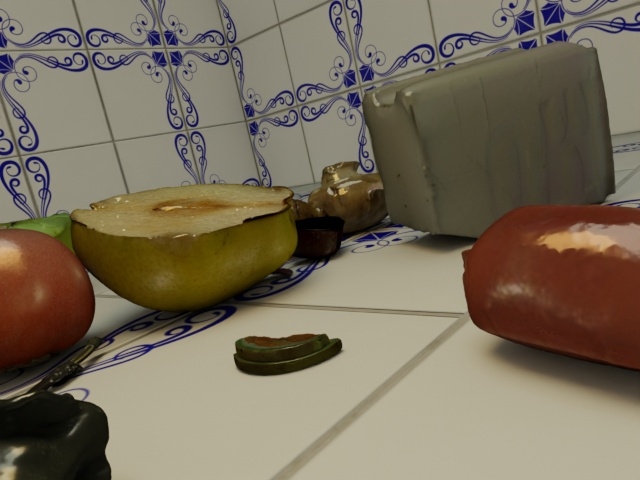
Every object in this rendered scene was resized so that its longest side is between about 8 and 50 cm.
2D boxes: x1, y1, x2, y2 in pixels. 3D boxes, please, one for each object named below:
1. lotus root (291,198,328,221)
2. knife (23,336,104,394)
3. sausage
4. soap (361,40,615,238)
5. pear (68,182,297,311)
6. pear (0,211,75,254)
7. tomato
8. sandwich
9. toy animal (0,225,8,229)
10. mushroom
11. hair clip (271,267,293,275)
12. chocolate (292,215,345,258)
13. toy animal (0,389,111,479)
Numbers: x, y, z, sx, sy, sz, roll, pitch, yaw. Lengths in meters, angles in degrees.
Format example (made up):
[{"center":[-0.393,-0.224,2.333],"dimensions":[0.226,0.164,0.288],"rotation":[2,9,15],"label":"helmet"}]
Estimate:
[{"center":[-0.099,-0.026,1.237],"dimensions":[0.260,0.128,0.145],"rotation":[-14,-30,-10],"label":"lotus root"},{"center":[-0.354,0.186,0.711],"dimensions":[0.046,0.021,0.222],"rotation":[-12,14,7],"label":"knife"},{"center":[0.235,0.039,0.464],"dimensions":[0.148,0.148,0.254],"rotation":[-20,14,-37],"label":"sausage"},{"center":[0.333,-0.182,1.050],"dimensions":[0.435,0.350,0.213],"rotation":[-17,19,-17],"label":"soap"},{"center":[-0.233,0.017,0.972],"dimensions":[0.387,0.191,0.340],"rotation":[0,20,4],"label":"pear"},{"center":[-0.779,0.075,1.318],"dimensions":[0.342,0.238,0.318],"rotation":[-11,21,-25],"label":"pear"},{"center":[-0.491,0.099,0.825],"dimensions":[0.256,0.224,0.256],"rotation":[-16,1,0],"label":"tomato"},{"center":[-0.043,0.128,0.619],"dimensions":[0.135,0.029,0.067],"rotation":[-10,11,13],"label":"sandwich"},{"center":[-0.684,0.116,0.942],"dimensions":[0.188,0.226,0.358],"rotation":[9,22,35],"label":"toy animal"},{"center":[0.081,-0.111,1.372],"dimensions":[0.255,0.184,0.255],"rotation":[-9,-4,-1],"label":"mushroom"},{"center":[-0.123,0.071,1.054],"dimensions":[0.137,0.022,0.054],"rotation":[-12,7,1],"label":"hair clip"},{"center":[0.000,0.000,1.145],"dimensions":[0.149,0.080,0.125],"rotation":[-12,19,-39],"label":"chocolate"},{"center":[-0.235,0.188,0.363],"dimensions":[0.146,0.114,0.245],"rotation":[-18,31,6],"label":"toy animal"}]
